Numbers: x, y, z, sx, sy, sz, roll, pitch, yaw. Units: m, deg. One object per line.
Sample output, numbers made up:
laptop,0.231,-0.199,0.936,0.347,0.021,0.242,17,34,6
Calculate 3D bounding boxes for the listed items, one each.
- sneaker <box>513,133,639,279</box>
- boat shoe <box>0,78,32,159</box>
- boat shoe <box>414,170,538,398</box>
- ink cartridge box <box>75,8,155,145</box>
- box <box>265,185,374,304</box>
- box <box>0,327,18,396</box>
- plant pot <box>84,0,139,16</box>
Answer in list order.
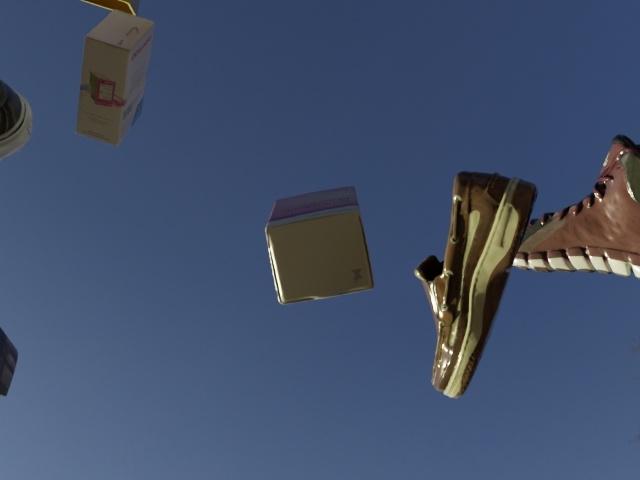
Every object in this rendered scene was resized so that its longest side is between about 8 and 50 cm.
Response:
sneaker,0.327,-0.046,0.874,0.106,0.281,0.163,-20,-72,-47
boat shoe,-0.492,-0.117,0.778,0.335,0.121,0.119,-21,-24,-8
boat shoe,0.148,0.045,0.770,0.095,0.095,0.258,20,-67,16
ink cartridge box,-0.230,-0.183,0.811,0.052,0.088,0.122,18,-53,-5
box,0.000,0.000,1.180,0.148,0.232,0.127,-10,-77,3
box,-0.580,0.119,0.910,0.307,0.077,0.242,-4,-39,1
plant pot,-0.268,-0.345,0.921,0.081,0.081,0.083,15,-88,-8
